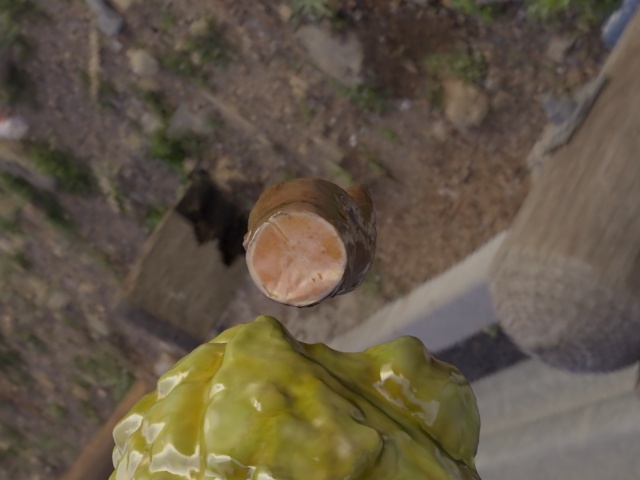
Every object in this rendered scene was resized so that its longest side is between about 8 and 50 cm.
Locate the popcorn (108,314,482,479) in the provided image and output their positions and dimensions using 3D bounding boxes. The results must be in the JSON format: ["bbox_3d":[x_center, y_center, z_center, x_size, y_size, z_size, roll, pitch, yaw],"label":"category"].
[{"bbox_3d":[-0.007,0.158,0.757,0.256,0.255,0.194,36,121,28],"label":"popcorn"}]

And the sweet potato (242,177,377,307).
[{"bbox_3d":[0.000,0.000,0.777,0.059,0.067,0.281,-13,179,6],"label":"sweet potato"}]
